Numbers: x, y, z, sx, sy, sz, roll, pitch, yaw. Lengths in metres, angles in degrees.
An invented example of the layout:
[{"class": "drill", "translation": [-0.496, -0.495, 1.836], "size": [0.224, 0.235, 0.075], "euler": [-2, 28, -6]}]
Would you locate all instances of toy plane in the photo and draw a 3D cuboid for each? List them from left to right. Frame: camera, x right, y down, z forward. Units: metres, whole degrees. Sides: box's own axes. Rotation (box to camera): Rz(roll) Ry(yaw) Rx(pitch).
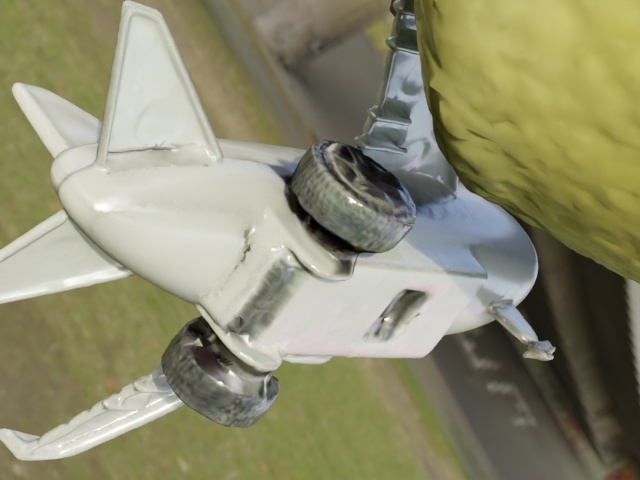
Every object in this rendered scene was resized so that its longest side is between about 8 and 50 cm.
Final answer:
[{"class": "toy plane", "translation": [0.002, 0.003, 0.553], "size": [0.255, 0.251, 0.101], "euler": [14, 32, -45]}]

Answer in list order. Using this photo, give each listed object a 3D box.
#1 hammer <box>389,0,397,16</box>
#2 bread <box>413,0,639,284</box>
[{"class": "hammer", "translation": [0.068, -0.090, 0.871], "size": [0.014, 0.029, 0.123], "euler": [-1, 49, -39]}, {"class": "bread", "translation": [0.163, -0.125, 0.440], "size": [0.320, 0.237, 0.320], "euler": [9, 90, -74]}]
